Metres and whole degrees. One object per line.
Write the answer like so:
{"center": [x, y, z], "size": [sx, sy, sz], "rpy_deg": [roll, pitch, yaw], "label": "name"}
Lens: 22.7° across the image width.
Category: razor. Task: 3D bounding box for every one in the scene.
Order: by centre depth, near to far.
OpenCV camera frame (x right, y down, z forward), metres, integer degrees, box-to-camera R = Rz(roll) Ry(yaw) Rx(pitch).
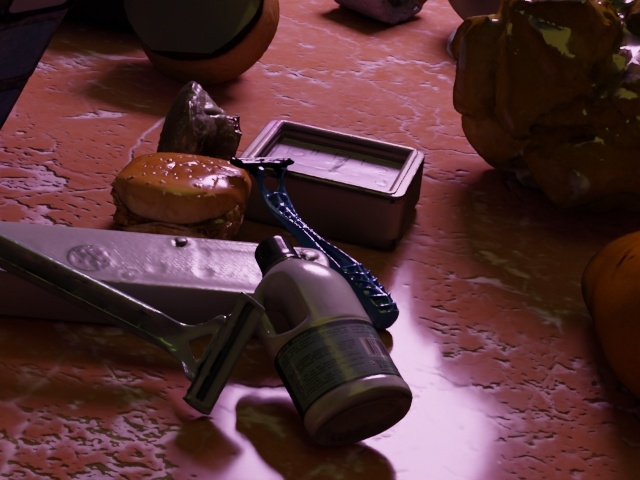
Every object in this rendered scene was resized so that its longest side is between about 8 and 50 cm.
{"center": [-0.196, 0.054, 1.451], "size": [0.278, 0.056, 0.111], "rpy_deg": [24, 73, 14], "label": "razor"}
{"center": [0.000, 0.000, 1.642], "size": [0.082, 0.042, 0.253], "rpy_deg": [-5, 42, -43], "label": "razor"}

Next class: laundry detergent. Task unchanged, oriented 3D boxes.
{"center": [-0.005, 0.080, 1.443], "size": [0.099, 0.070, 0.226], "rpy_deg": [-22, 50, -10], "label": "laundry detergent"}

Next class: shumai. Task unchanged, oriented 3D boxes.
{"center": [-0.136, -0.119, 1.854], "size": [0.087, 0.099, 0.124], "rpy_deg": [23, 47, -17], "label": "shumai"}

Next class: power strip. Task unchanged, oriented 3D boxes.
{"center": [-0.184, 0.038, 1.541], "size": [0.385, 0.062, 0.091], "rpy_deg": [5, 33, -7], "label": "power strip"}

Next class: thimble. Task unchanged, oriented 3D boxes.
{"center": [0.093, -0.406, 2.434], "size": [0.118, 0.127, 0.151], "rpy_deg": [27, 27, 30], "label": "thimble"}

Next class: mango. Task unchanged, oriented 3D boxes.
{"center": [0.358, 0.071, 1.529], "size": [0.211, 0.173, 0.317], "rpy_deg": [-2, 16, -8], "label": "mango"}

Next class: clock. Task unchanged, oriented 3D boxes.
{"center": [0.011, -0.066, 1.799], "size": [0.192, 0.071, 0.147], "rpy_deg": [13, 27, 11], "label": "clock"}

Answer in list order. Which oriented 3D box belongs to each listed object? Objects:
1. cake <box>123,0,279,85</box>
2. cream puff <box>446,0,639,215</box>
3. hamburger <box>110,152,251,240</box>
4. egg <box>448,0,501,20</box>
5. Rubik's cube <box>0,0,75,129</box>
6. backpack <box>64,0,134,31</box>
{"center": [-0.154, -0.288, 2.113], "size": [0.185, 0.178, 0.208], "rpy_deg": [34, 72, 17], "label": "cake"}
{"center": [0.323, -0.209, 1.872], "size": [0.378, 0.275, 0.378], "rpy_deg": [-8, 51, 10], "label": "cream puff"}
{"center": [-0.147, -0.042, 1.694], "size": [0.147, 0.083, 0.138], "rpy_deg": [8, 26, 9], "label": "hamburger"}
{"center": [0.351, -0.398, 2.352], "size": [0.352, 0.258, 0.258], "rpy_deg": [8, 26, 3], "label": "egg"}
{"center": [-0.502, -0.301, 1.691], "size": [0.359, 0.363, 0.362], "rpy_deg": [50, 40, 12], "label": "Rubik's cube"}
{"center": [-0.300, -0.479, 2.341], "size": [0.363, 0.255, 0.446], "rpy_deg": [12, 23, -8], "label": "backpack"}
